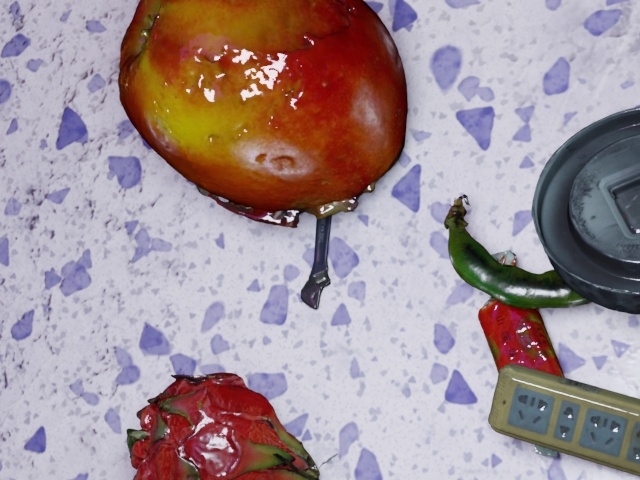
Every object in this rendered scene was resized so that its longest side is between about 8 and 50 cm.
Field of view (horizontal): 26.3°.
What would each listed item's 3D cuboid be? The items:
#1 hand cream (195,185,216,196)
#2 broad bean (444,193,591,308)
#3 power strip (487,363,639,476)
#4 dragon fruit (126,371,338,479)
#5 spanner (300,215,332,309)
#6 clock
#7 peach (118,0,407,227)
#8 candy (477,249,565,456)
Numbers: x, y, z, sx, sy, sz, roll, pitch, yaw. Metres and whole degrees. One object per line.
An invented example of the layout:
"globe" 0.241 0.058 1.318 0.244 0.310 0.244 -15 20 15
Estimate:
"hand cream" -0.191 -0.162 2.116 0.084 0.084 0.203 -38 59 10
"broad bean" 0.291 0.030 1.823 0.291 0.049 0.144 16 62 16
"power strip" 0.402 0.248 1.711 0.387 0.066 0.092 14 101 16
"dragon fruit" -0.124 0.290 1.905 0.293 0.234 0.234 3 74 -8
"spanner" 0.000 0.000 2.020 0.046 0.012 0.209 -1 75 24
"clock" 0.430 -0.043 1.759 0.312 0.061 0.313 -11 50 14
"peach" -0.072 -0.217 1.939 0.353 0.416 0.339 -21 46 60
"candy" 0.272 0.149 1.833 0.086 0.059 0.292 -25 66 17
